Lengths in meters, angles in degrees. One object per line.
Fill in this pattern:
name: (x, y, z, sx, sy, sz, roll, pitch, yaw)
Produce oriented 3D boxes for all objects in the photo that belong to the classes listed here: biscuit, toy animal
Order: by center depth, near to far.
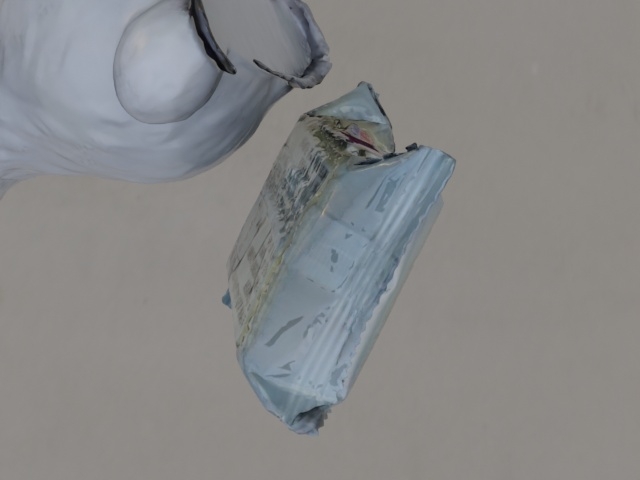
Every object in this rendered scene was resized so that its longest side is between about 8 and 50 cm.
biscuit: (0.002, -0.004, 1.064, 0.079, 0.309, 0.186, 29, 96, -9)
toy animal: (-0.187, -0.098, 1.118, 0.357, 0.258, 0.194, -25, 95, 19)
